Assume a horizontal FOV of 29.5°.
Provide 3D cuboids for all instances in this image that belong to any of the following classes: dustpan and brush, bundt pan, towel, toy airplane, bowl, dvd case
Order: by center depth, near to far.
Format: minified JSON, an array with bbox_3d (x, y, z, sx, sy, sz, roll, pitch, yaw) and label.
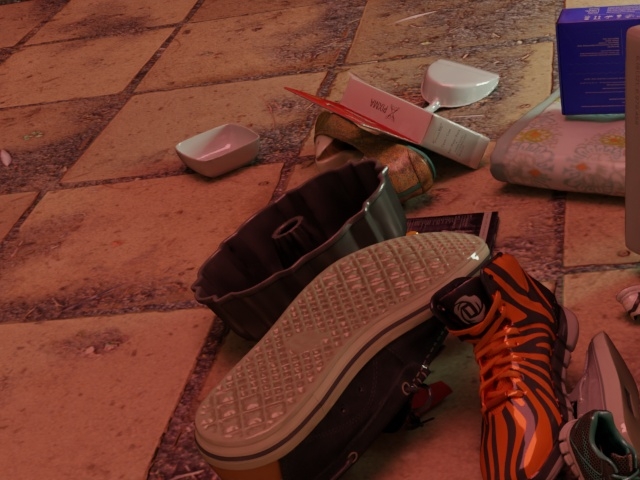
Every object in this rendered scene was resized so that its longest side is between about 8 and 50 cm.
[{"bbox_3d":[0.088,0.198,1.530,0.151,0.028,0.151,-11,28,6],"label":"toy airplane"},{"bbox_3d":[-0.014,0.027,1.729,0.331,0.124,0.331,-31,19,12],"label":"bundt pan"},{"bbox_3d":[0.160,0.006,1.884,0.221,0.018,0.164,-5,26,17],"label":"dvd case"},{"bbox_3d":[0.501,-0.184,2.027,0.320,0.090,0.374,7,33,35],"label":"towel"},{"bbox_3d":[-0.195,-0.168,2.337,0.142,0.053,0.142,-25,30,-23],"label":"bowl"},{"bbox_3d":[0.240,-0.287,2.388,0.147,0.060,0.211,21,34,29],"label":"dustpan and brush"}]

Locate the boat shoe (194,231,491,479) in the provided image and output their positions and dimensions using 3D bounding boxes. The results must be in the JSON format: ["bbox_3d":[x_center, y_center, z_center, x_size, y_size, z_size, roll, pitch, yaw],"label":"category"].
[{"bbox_3d":[0.044,0.146,1.469,0.187,0.156,0.500,7,36,38],"label":"boat shoe"}]

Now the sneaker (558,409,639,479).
[{"bbox_3d":[0.299,0.246,1.235,0.065,0.076,0.166,-14,60,-21],"label":"sneaker"}]

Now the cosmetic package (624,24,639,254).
[{"bbox_3d":[0.630,-0.108,1.529,0.329,0.327,0.393,-16,26,-21],"label":"cosmetic package"}]

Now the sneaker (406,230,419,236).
[{"bbox_3d":[0.190,0.046,1.707,0.215,0.083,0.084,15,47,41],"label":"sneaker"}]

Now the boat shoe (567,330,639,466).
[{"bbox_3d":[0.317,0.186,1.396,0.081,0.079,0.227,-29,22,21],"label":"boat shoe"}]

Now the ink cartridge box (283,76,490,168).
[{"bbox_3d":[0.114,-0.228,2.151,0.261,0.066,0.296,18,9,-33],"label":"ink cartridge box"}]

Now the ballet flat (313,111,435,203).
[{"bbox_3d":[0.059,-0.140,2.116,0.123,0.123,0.348,-25,30,-24],"label":"ballet flat"}]

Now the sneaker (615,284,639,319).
[{"bbox_3d":[0.445,0.078,1.609,0.109,0.040,0.044,-14,58,-18],"label":"sneaker"}]

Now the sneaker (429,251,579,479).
[{"bbox_3d":[0.194,0.141,1.379,0.124,0.180,0.321,-33,24,31],"label":"sneaker"}]

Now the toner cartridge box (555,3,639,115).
[{"bbox_3d":[0.560,-0.293,1.948,0.347,0.165,0.075,1,31,19],"label":"toner cartridge box"}]
